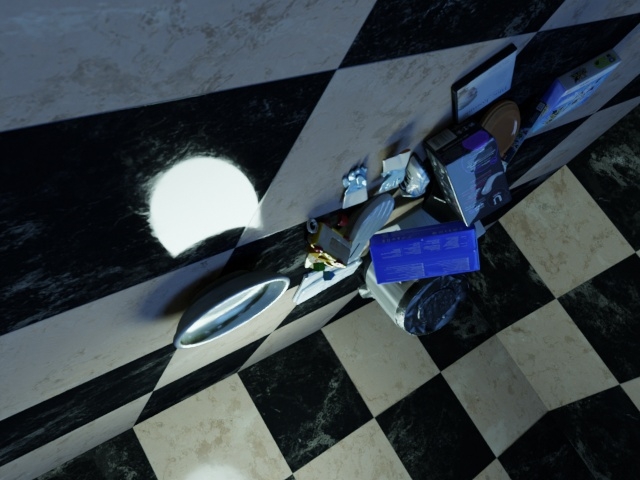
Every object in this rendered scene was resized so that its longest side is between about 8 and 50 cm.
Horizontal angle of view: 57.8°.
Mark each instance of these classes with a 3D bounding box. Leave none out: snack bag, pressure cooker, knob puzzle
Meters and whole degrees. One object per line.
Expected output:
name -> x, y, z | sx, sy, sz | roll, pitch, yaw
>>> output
snack bag -> 0.044, 0.143, 2.457 | 0.323, 0.037, 0.342 | -26, 164, -21
pressure cooker -> 0.379, 0.153, 2.495 | 0.369, 0.420, 0.376 | 1, 125, -33
knob puzzle -> 0.012, 0.020, 1.995 | 0.213, 0.030, 0.213 | -33, 156, -16

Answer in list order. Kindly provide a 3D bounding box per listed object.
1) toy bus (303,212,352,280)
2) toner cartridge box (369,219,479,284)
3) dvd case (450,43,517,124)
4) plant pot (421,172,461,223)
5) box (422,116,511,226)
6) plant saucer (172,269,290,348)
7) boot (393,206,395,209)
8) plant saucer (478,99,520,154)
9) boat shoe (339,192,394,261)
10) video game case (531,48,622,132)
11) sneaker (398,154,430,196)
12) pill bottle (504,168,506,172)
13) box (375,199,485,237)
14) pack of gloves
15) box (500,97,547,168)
toy bus -> 0.006, 0.010, 1.798 | 0.104, 0.202, 0.191 | -4, -164, 42
toner cartridge box -> 0.347, 0.040, 1.943 | 0.347, 0.165, 0.075 | -9, -149, 9
dvd case -> 0.425, -0.400, 1.520 | 0.180, 0.022, 0.253 | -35, 166, 7
plant pot -> 0.455, -0.161, 1.994 | 0.187, 0.166, 0.188 | 108, 3, -68
box -> 0.435, -0.202, 1.709 | 0.165, 0.143, 0.270 | -31, 133, 2
plant saucer -> -0.288, 0.189, 1.787 | 0.400, 0.101, 0.400 | -31, 166, -9
boot -> 0.235, -0.093, 2.099 | 0.114, 0.037, 0.106 | -44, 164, 23
plant saucer -> 0.551, -0.334, 1.789 | 0.199, 0.037, 0.200 | -24, 134, -27
boat shoe -> 0.127, -0.053, 1.876 | 0.109, 0.094, 0.302 | -3, 140, -42
video game case -> 0.861, -0.510, 1.996 | 0.244, 0.061, 0.269 | -28, 165, -13
sneaker -> 0.286, -0.191, 1.795 | 0.086, 0.085, 0.237 | -25, 162, -1
pill bottle -> 0.593, -0.259, 2.152 | 0.193, 0.108, 0.108 | -21, 162, -37
box -> 0.408, -0.031, 2.162 | 0.345, 0.215, 0.168 | -31, -176, -28
pack of gloves -> 0.146, -0.184, 1.638 | 0.195, 0.046, 0.232 | -20, 161, -5
box -> 0.664, -0.347, 1.950 | 0.233, 0.044, 0.159 | -57, 170, 0
